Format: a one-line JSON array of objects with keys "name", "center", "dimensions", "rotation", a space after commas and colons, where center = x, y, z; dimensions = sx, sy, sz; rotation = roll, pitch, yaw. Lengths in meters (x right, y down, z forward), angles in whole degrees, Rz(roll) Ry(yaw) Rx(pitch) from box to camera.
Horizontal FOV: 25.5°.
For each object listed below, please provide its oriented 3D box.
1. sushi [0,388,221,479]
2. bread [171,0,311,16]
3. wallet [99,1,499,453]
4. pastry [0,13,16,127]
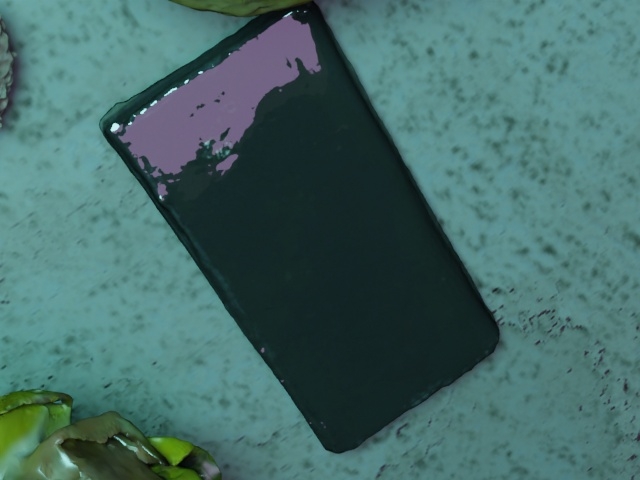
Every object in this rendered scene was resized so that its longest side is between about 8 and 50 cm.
[{"name": "sushi", "center": [-0.220, 0.237, 0.775], "dimensions": [0.329, 0.285, 0.328], "rotation": [-1, 110, 23]}, {"name": "bread", "center": [-0.024, -0.229, 0.722], "dimensions": [0.244, 0.134, 0.244], "rotation": [-7, 115, -15]}, {"name": "wallet", "center": [0.000, 0.000, 0.876], "dimensions": [0.146, 0.030, 0.285], "rotation": [-36, 116, -7]}, {"name": "pastry", "center": [-0.280, -0.096, 0.698], "dimensions": [0.265, 0.112, 0.103], "rotation": [3, 102, -20]}]
